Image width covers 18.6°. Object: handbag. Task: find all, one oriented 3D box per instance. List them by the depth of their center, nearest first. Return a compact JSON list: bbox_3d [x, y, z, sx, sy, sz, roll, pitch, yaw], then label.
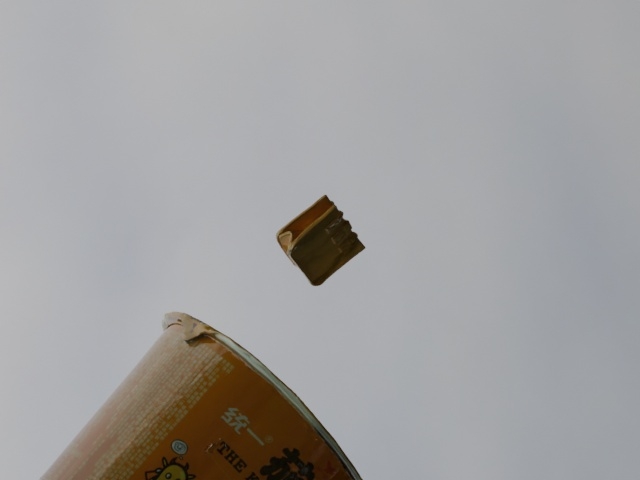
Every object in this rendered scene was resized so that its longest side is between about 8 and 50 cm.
[{"bbox_3d":[0.000,0.000,1.659,0.027,0.061,0.083,49,176,28],"label":"handbag"}]

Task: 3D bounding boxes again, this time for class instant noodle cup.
[{"bbox_3d":[-0.092,0.182,1.386,0.172,0.216,0.215,-44,-53,-18],"label":"instant noodle cup"}]
